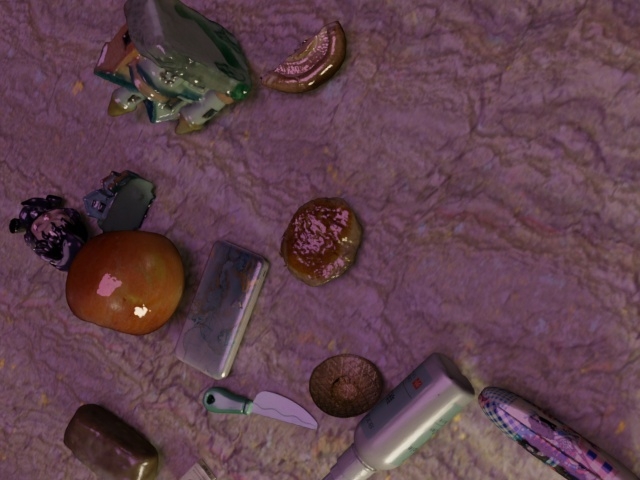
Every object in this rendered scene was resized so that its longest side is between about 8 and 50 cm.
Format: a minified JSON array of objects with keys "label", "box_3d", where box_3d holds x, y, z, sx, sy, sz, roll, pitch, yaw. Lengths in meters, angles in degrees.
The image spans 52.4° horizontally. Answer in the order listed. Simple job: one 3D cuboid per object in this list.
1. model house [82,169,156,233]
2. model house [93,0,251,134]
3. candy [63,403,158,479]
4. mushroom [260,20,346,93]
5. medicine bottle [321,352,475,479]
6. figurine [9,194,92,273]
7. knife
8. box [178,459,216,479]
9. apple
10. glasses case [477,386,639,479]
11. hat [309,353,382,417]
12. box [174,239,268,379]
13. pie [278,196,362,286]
[{"label":"model house","box_3d":[-0.487,-0.101,1.512,0.149,0.119,0.148,25,95,29]},{"label":"model house","box_3d":[-0.354,-0.334,1.409,0.325,0.267,0.194,-33,62,28]},{"label":"candy","box_3d":[-0.469,0.468,1.459,0.234,0.102,0.104,27,95,18]},{"label":"mushroom","box_3d":[-0.024,-0.368,1.372,0.210,0.072,0.094,-35,73,18]},{"label":"medicine bottle","box_3d":[0.130,0.366,1.233,0.352,0.110,0.110,-46,72,12]},{"label":"figurine","box_3d":[-0.629,-0.004,1.551,0.222,0.145,0.145,35,98,29]},{"label":"knife","box_3d":[-0.127,0.350,1.381,0.261,0.034,0.063,5,81,15]},{"label":"box","box_3d":[-0.275,0.528,1.422,0.083,0.024,0.054,-47,74,10]},{"label":"apple","box_3d":[-0.420,0.082,1.409,0.254,0.253,0.253,-2,85,21]},{"label":"glasses case","box_3d":[0.417,0.359,1.116,0.328,0.125,0.076,34,89,20]},{"label":"hat","box_3d":[0.051,0.305,1.299,0.146,0.067,0.146,-3,46,3]},{"label":"box","box_3d":[-0.217,0.149,1.422,0.142,0.044,0.284,22,93,25]},{"label":"pie","box_3d":[0.000,0.000,1.333,0.163,0.079,0.193,24,95,17]}]
